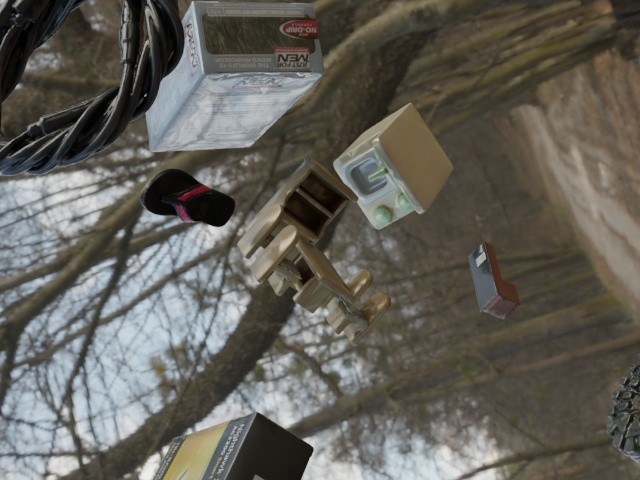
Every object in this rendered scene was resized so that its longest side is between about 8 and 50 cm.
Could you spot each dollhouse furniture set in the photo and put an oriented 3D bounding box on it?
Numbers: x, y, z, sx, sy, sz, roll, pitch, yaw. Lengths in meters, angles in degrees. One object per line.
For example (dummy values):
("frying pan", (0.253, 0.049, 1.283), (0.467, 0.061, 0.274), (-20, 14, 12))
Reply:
("dollhouse furniture set", (0.000, 0.000, 1.366), (0.212, 0.161, 0.242), (36, -170, -33))

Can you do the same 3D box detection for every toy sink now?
("toy sink", (0.125, -0.124, 1.597), (0.153, 0.131, 0.234), (54, -150, -10))

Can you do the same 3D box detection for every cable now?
("cable", (-0.172, -0.115, 0.609), (0.185, 0.150, 0.047), (-61, -24, -9))

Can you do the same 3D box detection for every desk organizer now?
("desk organizer", (0.287, 0.065, 1.473), (0.050, 0.047, 0.130), (22, -142, -21))

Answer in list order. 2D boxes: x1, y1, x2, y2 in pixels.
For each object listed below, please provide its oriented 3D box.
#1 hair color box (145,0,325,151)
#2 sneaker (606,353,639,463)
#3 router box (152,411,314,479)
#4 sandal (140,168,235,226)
("hair color box", (-0.151, -0.247, 1.408), (0.374, 0.185, 0.114), (153, 109, -65))
("sneaker", (0.448, 0.109, 0.958), (0.146, 0.344, 0.134), (36, 172, -13))
("router box", (-0.150, 0.347, 0.933), (0.081, 0.243, 0.309), (36, -123, -16))
("sandal", (-0.173, -0.052, 1.228), (0.040, 0.067, 0.179), (34, -170, 36))
